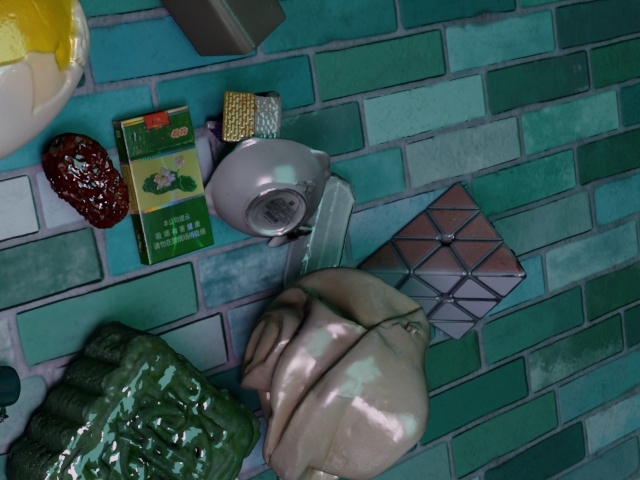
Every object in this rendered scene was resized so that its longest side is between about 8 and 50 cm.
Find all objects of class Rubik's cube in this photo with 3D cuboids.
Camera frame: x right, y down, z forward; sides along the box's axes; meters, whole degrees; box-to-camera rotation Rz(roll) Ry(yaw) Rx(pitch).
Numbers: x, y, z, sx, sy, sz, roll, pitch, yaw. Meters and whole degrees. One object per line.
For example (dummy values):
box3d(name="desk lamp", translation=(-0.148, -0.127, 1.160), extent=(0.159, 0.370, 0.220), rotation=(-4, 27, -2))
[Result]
box3d(name="Rubik's cube", translation=(0.245, 0.048, 2.328), extent=(0.228, 0.233, 0.229), rotation=(47, 15, 8))

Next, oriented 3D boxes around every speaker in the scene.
box3d(name="speaker", translation=(-0.484, 0.227, 1.801), extent=(0.075, 0.060, 0.094), rotation=(-1, 129, -40))

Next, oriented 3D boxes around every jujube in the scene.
box3d(name="jujube", translation=(-0.345, -0.091, 1.858), extent=(0.166, 0.104, 0.104), rotation=(50, 63, -36))

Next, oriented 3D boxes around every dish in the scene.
box3d(name="dish", translation=(-0.076, -0.059, 2.029), extent=(0.224, 0.078, 0.246), rotation=(-21, 134, 3))

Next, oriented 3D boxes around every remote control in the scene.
box3d(name="remote control", translation=(0.000, 0.000, 2.182), extent=(0.104, 0.052, 0.247), rotation=(13, 88, -39))

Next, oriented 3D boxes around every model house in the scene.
box3d(name="model house", translation=(-0.132, -0.203, 2.024), extent=(0.100, 0.101, 0.087), rotation=(0, 91, -36))

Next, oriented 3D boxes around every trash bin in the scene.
box3d(name="trash bin", translation=(-0.183, -0.415, 1.929), extent=(0.122, 0.164, 0.240), rotation=(-49, 124, -26))

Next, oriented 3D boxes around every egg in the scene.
box3d(name="egg", translation=(-0.475, -0.234, 1.618), extent=(0.345, 0.283, 0.283), rotation=(-49, 122, -17))

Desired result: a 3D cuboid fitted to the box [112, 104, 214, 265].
box3d(name="box", translation=(-0.250, -0.089, 1.975), extent=(0.132, 0.034, 0.235), rotation=(-18, 105, -37))

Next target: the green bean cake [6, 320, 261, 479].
box3d(name="green bean cake", translation=(-0.275, 0.321, 1.886), extent=(0.308, 0.169, 0.300), rotation=(44, 70, -32))

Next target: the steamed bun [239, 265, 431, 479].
box3d(name="steamed bun", translation=(0.003, 0.207, 2.029), extent=(0.255, 0.342, 0.367), rotation=(33, 43, -23))

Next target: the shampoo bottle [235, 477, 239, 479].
box3d(name="shampoo bottle", translation=(-0.151, 0.458, 2.094), extent=(0.072, 0.043, 0.099), rotation=(-38, 116, -31))
